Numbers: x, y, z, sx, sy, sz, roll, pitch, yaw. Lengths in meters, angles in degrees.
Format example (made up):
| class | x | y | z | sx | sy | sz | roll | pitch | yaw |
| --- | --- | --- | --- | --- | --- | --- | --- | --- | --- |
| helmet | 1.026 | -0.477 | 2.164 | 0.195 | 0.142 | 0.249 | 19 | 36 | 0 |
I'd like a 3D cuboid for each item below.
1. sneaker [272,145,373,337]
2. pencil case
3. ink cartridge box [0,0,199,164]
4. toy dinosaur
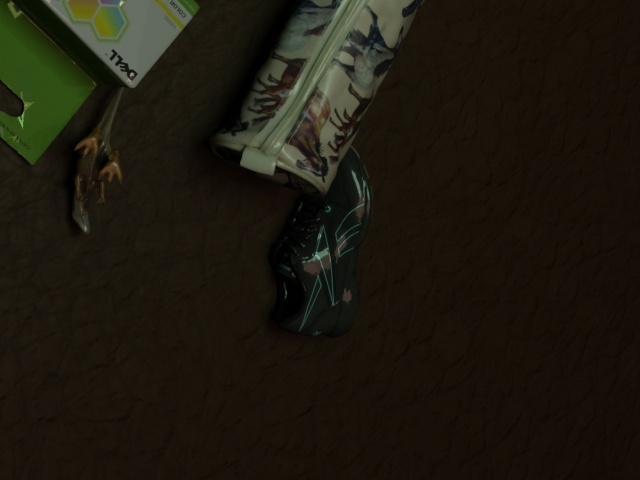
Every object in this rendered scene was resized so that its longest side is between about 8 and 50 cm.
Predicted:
| class | x | y | z | sx | sy | sz | roll | pitch | yaw |
| --- | --- | --- | --- | --- | --- | --- | --- | --- | --- |
| sneaker | 0.000 | 0.000 | 1.732 | 0.106 | 0.101 | 0.267 | 0 | 99 | -32 |
| pencil case | 0.019 | -0.244 | 1.653 | 0.410 | 0.160 | 0.183 | -61 | 167 | -9 |
| ink cartridge box | -0.291 | -0.233 | 1.495 | 0.189 | 0.097 | 0.255 | 45 | 72 | -31 |
| toy dinosaur | -0.261 | -0.112 | 1.549 | 0.064 | 0.112 | 0.211 | 21 | 92 | -20 |
